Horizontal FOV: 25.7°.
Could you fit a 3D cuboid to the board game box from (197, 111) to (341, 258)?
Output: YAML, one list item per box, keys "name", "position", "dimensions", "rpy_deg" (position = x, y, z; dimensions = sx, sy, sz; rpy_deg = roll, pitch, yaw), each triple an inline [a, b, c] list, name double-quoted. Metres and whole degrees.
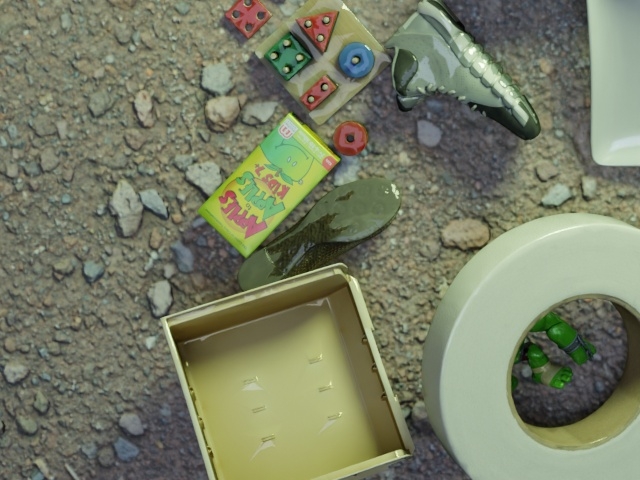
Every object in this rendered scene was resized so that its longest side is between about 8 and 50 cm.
- name: "board game box"
  position: [-0.068, -0.074, 1.867]
  dimensions: [0.092, 0.043, 0.181]
  rpy_deg: [44, 101, -2]

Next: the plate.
- name: "plate"
  position: [0.472, -0.220, 1.733]
  dimensions: [0.277, 0.045, 0.278]
  rpy_deg: [1, 121, 15]

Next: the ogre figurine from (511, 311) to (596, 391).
- name: "ogre figurine"
  position: [0.248, 0.148, 1.846]
  dimensions: [0.197, 0.097, 0.118]
  rpy_deg: [-18, 115, 27]

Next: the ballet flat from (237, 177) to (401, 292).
- name: "ballet flat"
  position: [0.000, 0.000, 1.872]
  dimensions: [0.250, 0.058, 0.084]
  rpy_deg: [-35, 72, 5]

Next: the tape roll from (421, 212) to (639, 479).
- name: "tape roll"
  position: [0.319, 0.157, 1.775]
  dimensions: [0.392, 0.072, 0.392]
  rpy_deg: [-4, 104, -16]

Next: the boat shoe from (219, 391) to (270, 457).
- name: "boat shoe"
  position: [-0.020, 0.352, 1.897]
  dimensions: [0.156, 0.136, 0.367]
  rpy_deg: [-29, 85, 7]

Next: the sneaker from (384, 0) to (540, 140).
- name: "sneaker"
  position: [0.170, -0.191, 1.808]
  dimensions: [0.132, 0.086, 0.228]
  rpy_deg: [-41, 84, 16]

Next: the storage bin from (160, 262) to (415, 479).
- name: "storage bin"
  position: [-0.039, 0.196, 1.803]
  dimensions: [0.260, 0.123, 0.262]
  rpy_deg: [-17, 75, -5]

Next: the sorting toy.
- name: "sorting toy"
  position: [-0.004, -0.247, 1.831]
  dimensions: [0.132, 0.046, 0.274]
  rpy_deg: [-41, 92, 11]
